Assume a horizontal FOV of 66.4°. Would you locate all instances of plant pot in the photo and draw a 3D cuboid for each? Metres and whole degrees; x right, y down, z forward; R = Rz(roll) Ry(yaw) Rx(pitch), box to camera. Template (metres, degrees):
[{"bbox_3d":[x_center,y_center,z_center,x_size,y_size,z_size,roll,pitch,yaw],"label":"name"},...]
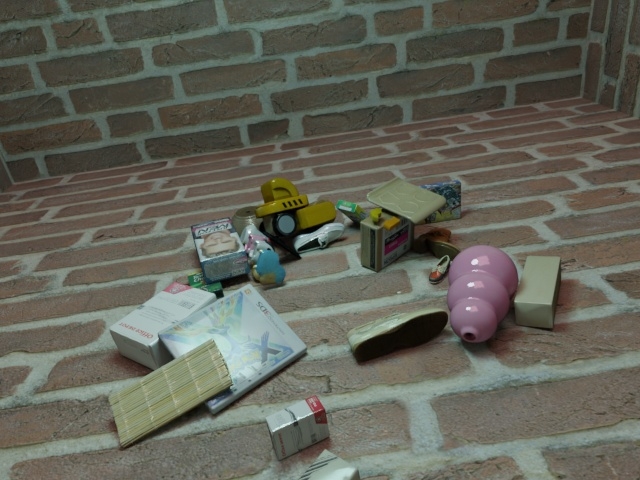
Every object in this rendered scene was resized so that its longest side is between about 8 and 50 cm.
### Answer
[{"bbox_3d":[-0.315,-0.082,2.197,0.237,0.110,0.237,-7,29,4],"label":"plant pot"}]

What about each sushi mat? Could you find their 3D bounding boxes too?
[{"bbox_3d":[-0.397,0.398,1.302,0.316,0.019,0.151,-29,57,-12],"label":"sushi mat"}]

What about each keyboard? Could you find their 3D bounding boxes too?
[{"bbox_3d":[-0.150,0.005,1.927,0.100,0.192,0.038,28,82,45],"label":"keyboard"}]

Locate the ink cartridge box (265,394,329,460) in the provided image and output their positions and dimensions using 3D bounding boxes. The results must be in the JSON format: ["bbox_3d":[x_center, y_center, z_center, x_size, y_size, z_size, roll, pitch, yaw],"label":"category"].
[{"bbox_3d":[-0.054,0.443,1.162,0.135,0.099,0.056,-18,30,-19],"label":"ink cartridge box"}]

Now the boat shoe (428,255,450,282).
[{"bbox_3d":[0.420,0.102,1.722,0.049,0.043,0.137,16,38,34],"label":"boat shoe"}]

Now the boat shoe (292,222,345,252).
[{"bbox_3d":[0.000,0.000,2.008,0.226,0.083,0.076,-21,39,1],"label":"boat shoe"}]

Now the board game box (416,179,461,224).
[{"bbox_3d":[0.466,-0.155,2.057,0.243,0.165,0.042,-8,28,-1],"label":"board game box"}]

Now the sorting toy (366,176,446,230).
[{"bbox_3d":[0.285,-0.127,1.787,0.229,0.041,0.307,32,46,32],"label":"sorting toy"}]

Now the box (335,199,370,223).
[{"bbox_3d":[0.155,-0.112,2.106,0.105,0.179,0.043,18,82,40],"label":"box"}]

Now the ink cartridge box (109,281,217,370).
[{"bbox_3d":[-0.495,0.271,1.584,0.207,0.117,0.283,11,34,32],"label":"ink cartridge box"}]

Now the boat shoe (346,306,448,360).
[{"bbox_3d":[0.224,0.254,1.434,0.302,0.109,0.098,-19,31,-8],"label":"boat shoe"}]

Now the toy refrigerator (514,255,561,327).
[{"bbox_3d":[0.674,0.155,1.507,0.102,0.094,0.269,1,28,31],"label":"toy refrigerator"}]

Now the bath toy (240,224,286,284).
[{"bbox_3d":[-0.229,0.052,1.911,0.129,0.152,0.348,18,14,-25],"label":"bath toy"}]

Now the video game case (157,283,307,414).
[{"bbox_3d":[-0.256,0.300,1.438,0.329,0.036,0.300,-28,56,-32],"label":"video game case"}]

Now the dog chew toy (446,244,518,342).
[{"bbox_3d":[0.467,0.164,1.446,0.206,0.207,0.332,6,40,25],"label":"dog chew toy"}]

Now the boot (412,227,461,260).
[{"bbox_3d":[0.468,0.004,1.865,0.197,0.073,0.152,17,33,35],"label":"boot"}]

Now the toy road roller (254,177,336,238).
[{"bbox_3d":[-0.117,-0.148,2.062,0.329,0.241,0.202,-16,2,-29],"label":"toy road roller"}]

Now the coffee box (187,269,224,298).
[{"bbox_3d":[-0.435,0.167,1.841,0.113,0.041,0.184,-16,29,-14],"label":"coffee box"}]

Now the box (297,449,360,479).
[{"bbox_3d":[-0.034,0.553,0.944,0.094,0.113,0.275,14,34,38],"label":"box"}]

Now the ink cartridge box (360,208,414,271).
[{"bbox_3d":[0.254,-0.021,1.836,0.088,0.193,0.234,24,42,39],"label":"ink cartridge box"}]

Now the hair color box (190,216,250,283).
[{"bbox_3d":[-0.403,0.029,1.939,0.173,0.105,0.347,-15,28,-15],"label":"hair color box"}]
